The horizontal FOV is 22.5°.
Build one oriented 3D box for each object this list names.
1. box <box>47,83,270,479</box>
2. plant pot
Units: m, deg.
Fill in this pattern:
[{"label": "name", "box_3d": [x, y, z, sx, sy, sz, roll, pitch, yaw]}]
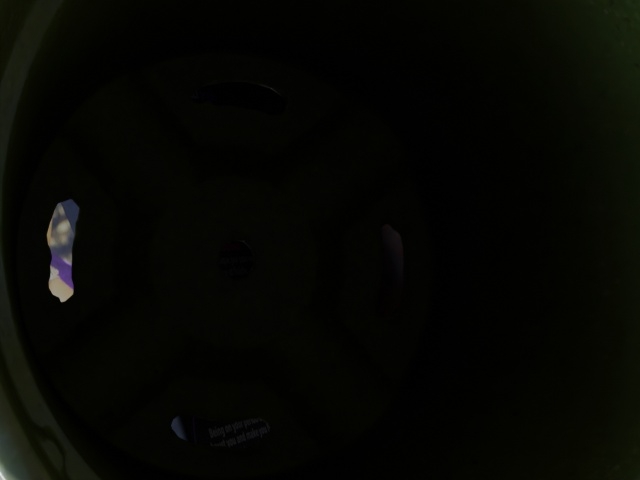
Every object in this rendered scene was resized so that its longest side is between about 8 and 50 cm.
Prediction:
[{"label": "box", "box_3d": [-0.111, 0.024, 0.752, 0.143, 0.165, 0.270, -19, 84, 19]}, {"label": "plant pot", "box_3d": [0.000, 0.000, 0.537, 0.254, 0.276, 0.276, 162, 93, -71]}]
